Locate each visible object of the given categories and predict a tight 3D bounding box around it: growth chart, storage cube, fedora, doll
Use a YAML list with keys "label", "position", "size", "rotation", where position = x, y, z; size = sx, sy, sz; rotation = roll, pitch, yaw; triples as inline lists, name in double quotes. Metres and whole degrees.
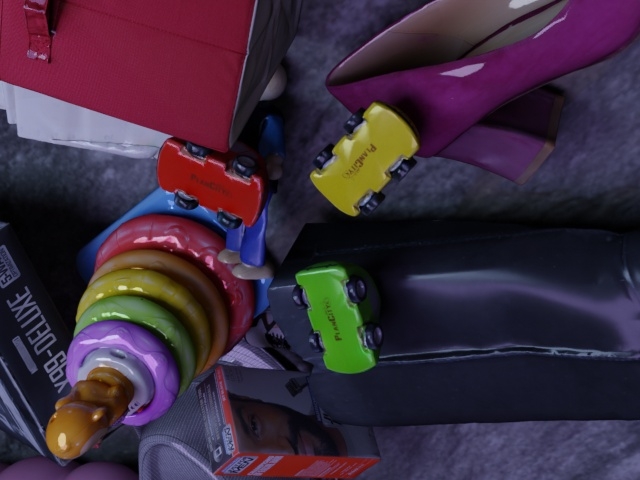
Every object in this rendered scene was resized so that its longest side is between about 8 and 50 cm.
- label: "growth chart"
  position: [-0.199, -0.141, 1.205]
  size: [0.237, 0.021, 0.172]
  rotation: [13, 129, -6]
- label: "storage cube"
  position: [-0.119, -0.210, 1.031]
  size: [0.193, 0.215, 0.184]
  rotation: [18, 130, 4]
- label: "fedora"
  position: [-0.111, 0.235, 1.423]
  size: [0.243, 0.124, 0.275]
  rotation: [-6, 122, 28]
- label: "doll"
  position: [-0.060, -0.067, 1.189]
  size: [0.046, 0.129, 0.189]
  rotation: [-3, 113, -26]

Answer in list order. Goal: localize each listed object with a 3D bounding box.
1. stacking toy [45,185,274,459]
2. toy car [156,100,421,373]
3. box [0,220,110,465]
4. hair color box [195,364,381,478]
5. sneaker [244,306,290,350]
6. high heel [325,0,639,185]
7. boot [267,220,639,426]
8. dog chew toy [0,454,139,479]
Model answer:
- label: "stacking toy"
  position: [-0.167, 0.097, 1.220]
  size: [0.175, 0.302, 0.166]
  rotation: [-35, 105, 29]
- label: "toy car"
  position: [0.000, 0.000, 1.102]
  size: [0.239, 0.053, 0.225]
  rotation: [-7, 111, 30]
- label: "box"
  position: [-0.356, 0.074, 1.368]
  size: [0.307, 0.076, 0.242]
  rotation: [16, 136, 49]
- label: "hair color box"
  position: [-0.030, 0.175, 1.304]
  size: [0.167, 0.093, 0.053]
  rotation: [7, 144, -35]
- label: "sneaker"
  position: [-0.034, 0.089, 1.329]
  size: [0.109, 0.044, 0.040]
  rotation: [-13, 121, 34]
- label: "high heel"
  position: [0.135, -0.186, 0.974]
  size: [0.181, 0.127, 0.377]
  rotation: [21, 135, -5]
- label: "boot"
  position: [0.207, 0.143, 1.185]
  size: [0.445, 0.146, 0.367]
  rotation: [-6, 114, 25]
- label: "dog chew toy"
  position: [-0.330, 0.340, 1.568]
  size: [0.331, 0.207, 0.207]
  rotation: [-19, 116, 26]
